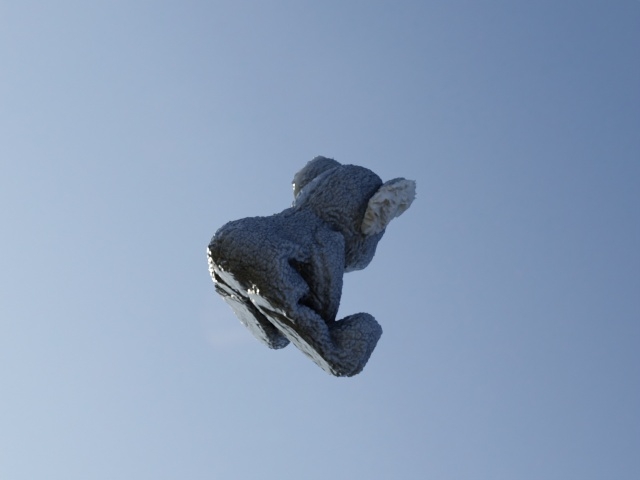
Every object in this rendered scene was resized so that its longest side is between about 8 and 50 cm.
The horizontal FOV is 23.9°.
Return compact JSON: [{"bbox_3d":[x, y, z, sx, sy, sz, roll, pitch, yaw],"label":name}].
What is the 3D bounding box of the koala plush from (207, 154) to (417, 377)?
[{"bbox_3d":[0.000,0.000,1.691,0.196,0.221,0.203,19,-26,51],"label":"koala plush"}]
